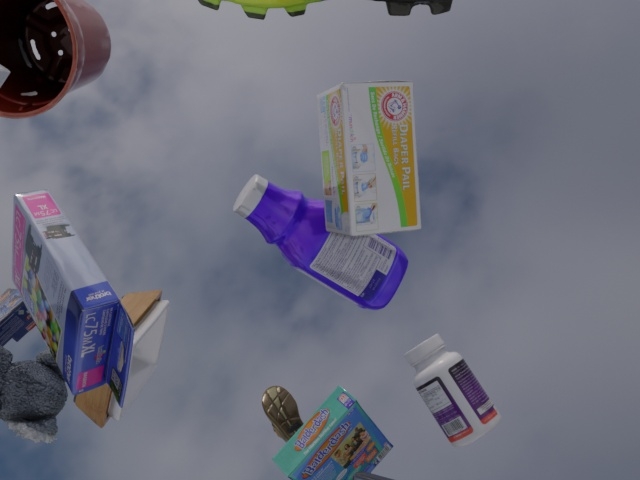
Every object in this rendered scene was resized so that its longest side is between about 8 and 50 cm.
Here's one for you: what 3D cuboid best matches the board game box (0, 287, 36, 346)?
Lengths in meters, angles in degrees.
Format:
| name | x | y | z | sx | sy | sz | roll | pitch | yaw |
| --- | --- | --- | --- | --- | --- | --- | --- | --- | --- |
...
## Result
| name | x | y | z | sx | sy | sz | roll | pitch | yaw |
| --- | --- | --- | --- | --- | --- | --- | --- | --- | --- |
| board game box | -0.697 | 0.178 | 1.338 | 0.194 | 0.194 | 0.060 | -46 | -62 | -17 |

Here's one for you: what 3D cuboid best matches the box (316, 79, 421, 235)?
| name | x | y | z | sx | sy | sz | roll | pitch | yaw |
| --- | --- | --- | --- | --- | --- | --- | --- | --- | --- |
| box | 0.065 | -0.113 | 0.847 | 0.103 | 0.114 | 0.202 | -6 | -84 | -17 |

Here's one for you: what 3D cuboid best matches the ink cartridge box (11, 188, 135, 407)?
| name | x | y | z | sx | sy | sz | roll | pitch | yaw |
| --- | --- | --- | --- | --- | --- | --- | --- | --- | --- |
| ink cartridge box | -0.375 | 0.088 | 0.897 | 0.311 | 0.065 | 0.185 | 45 | -49 | 28 |

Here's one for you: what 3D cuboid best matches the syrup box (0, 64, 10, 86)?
| name | x | y | z | sx | sy | sz | roll | pitch | yaw |
| --- | --- | --- | --- | --- | --- | --- | --- | --- | --- |
| syrup box | -0.508 | -0.236 | 0.711 | 0.237 | 0.096 | 0.093 | 35 | -87 | -17 |

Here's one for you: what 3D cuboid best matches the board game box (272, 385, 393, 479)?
| name | x | y | z | sx | sy | sz | roll | pitch | yaw |
| --- | --- | --- | --- | --- | --- | --- | --- | --- | --- |
| board game box | 0.028 | 0.360 | 1.032 | 0.160 | 0.047 | 0.210 | -45 | -43 | -13 |

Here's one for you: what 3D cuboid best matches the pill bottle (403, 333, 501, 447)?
| name | x | y | z | sx | sy | sz | roll | pitch | yaw |
| --- | --- | --- | --- | --- | --- | --- | --- | --- | --- |
| pill bottle | 0.242 | 0.278 | 1.144 | 0.108 | 0.108 | 0.193 | -35 | -104 | 12 |

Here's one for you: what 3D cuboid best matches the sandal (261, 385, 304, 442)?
| name | x | y | z | sx | sy | sz | roll | pitch | yaw |
| --- | --- | --- | --- | --- | --- | --- | --- | --- | --- |
| sandal | -0.066 | 0.382 | 1.251 | 0.180 | 0.072 | 0.049 | 50 | -45 | 24 |

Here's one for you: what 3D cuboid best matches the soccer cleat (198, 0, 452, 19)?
| name | x | y | z | sx | sy | sz | roll | pitch | yaw |
| --- | --- | --- | --- | --- | --- | --- | --- | --- | --- |
| soccer cleat | 0.003 | -0.275 | 0.560 | 0.290 | 0.093 | 0.121 | -4 | -50 | -8 |

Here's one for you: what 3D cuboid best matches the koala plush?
| name | x | y | z | sx | sy | sz | roll | pitch | yaw |
| --- | --- | --- | --- | --- | --- | --- | --- | --- | --- |
| koala plush | -0.529 | 0.248 | 1.008 | 0.222 | 0.196 | 0.203 | 17 | -44 | -14 |

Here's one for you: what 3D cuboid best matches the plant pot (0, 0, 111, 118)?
| name | x | y | z | sx | sy | sz | roll | pitch | yaw |
| --- | --- | --- | --- | --- | --- | --- | --- | --- | --- |
| plant pot | -0.571 | -0.401 | 1.234 | 0.273 | 0.265 | 0.272 | 1 | -71 | 3 |

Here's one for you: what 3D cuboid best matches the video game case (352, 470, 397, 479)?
| name | x | y | z | sx | sy | sz | roll | pitch | yaw |
| --- | --- | --- | --- | --- | --- | --- | --- | --- | --- |
| video game case | 0.148 | 0.373 | 0.635 | 0.275 | 0.026 | 0.195 | 1 | -95 | 35 |

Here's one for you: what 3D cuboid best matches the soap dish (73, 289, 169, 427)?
| name | x | y | z | sx | sy | sz | roll | pitch | yaw |
| --- | --- | --- | --- | --- | --- | --- | --- | --- | --- |
| soap dish | -0.465 | 0.263 | 1.439 | 0.118 | 0.291 | 0.228 | 16 | -73 | -1 |

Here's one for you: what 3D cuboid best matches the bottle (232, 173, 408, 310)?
| name | x | y | z | sx | sy | sz | roll | pitch | yaw |
| --- | --- | --- | --- | --- | --- | --- | --- | --- | --- |
| bottle | 0.000 | 0.000 | 0.943 | 0.283 | 0.092 | 0.118 | 31 | -100 | -19 |
